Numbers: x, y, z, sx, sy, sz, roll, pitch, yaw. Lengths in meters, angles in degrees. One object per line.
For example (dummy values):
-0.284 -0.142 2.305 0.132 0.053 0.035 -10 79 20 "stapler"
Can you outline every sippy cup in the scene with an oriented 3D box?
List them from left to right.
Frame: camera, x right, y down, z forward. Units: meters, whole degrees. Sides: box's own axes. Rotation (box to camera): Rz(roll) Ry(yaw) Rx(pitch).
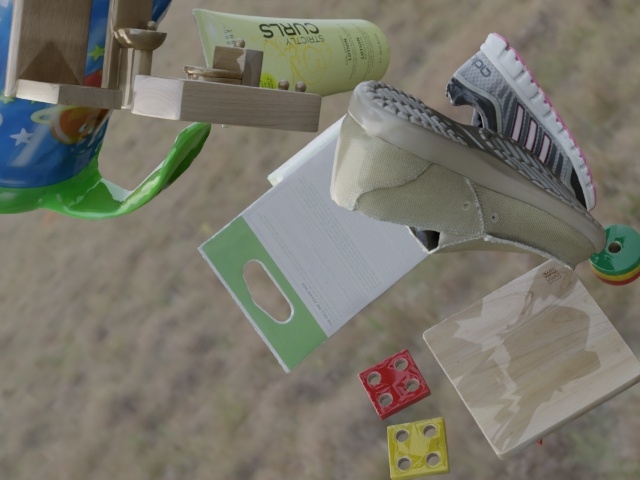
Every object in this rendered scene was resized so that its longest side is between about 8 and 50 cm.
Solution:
-0.221 -0.175 1.236 0.224 0.305 0.240 -45 35 38 "sippy cup"

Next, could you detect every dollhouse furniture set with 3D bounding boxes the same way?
-0.096 -0.142 1.076 0.151 0.144 0.123 12 98 47 "dollhouse furniture set"

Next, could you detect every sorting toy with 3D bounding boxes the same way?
0.164 0.104 1.347 0.274 0.046 0.132 -30 53 -3 "sorting toy"

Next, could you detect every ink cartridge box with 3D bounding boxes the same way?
0.000 0.000 1.752 0.235 0.171 0.056 -39 16 -15 "ink cartridge box"

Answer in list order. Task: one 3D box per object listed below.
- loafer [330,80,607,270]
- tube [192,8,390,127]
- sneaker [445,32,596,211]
0.104 -0.033 1.236 0.092 0.268 0.102 -53 39 17 "loafer"
-0.023 -0.145 1.360 0.240 0.070 0.062 -14 -41 -58 "tube"
0.158 -0.082 1.342 0.075 0.170 0.063 -33 23 9 "sneaker"
